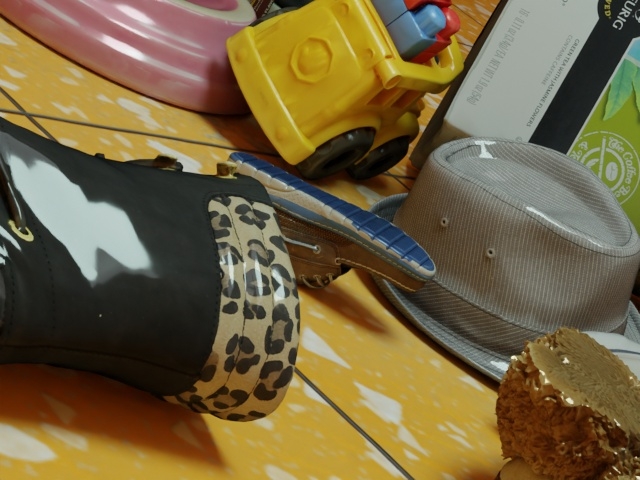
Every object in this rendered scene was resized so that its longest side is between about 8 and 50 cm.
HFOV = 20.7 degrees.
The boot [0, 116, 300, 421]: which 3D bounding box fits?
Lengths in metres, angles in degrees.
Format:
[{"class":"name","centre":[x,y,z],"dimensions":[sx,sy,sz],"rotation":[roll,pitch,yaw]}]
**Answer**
[{"class":"boot","centre":[-0.184,-0.041,1.037],"dimensions":[0.284,0.138,0.377],"rotation":[17,25,-33]}]

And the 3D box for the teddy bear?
[{"class":"teddy bear","centre":[0.229,0.208,1.111],"dimensions":[0.338,0.113,0.245],"rotation":[39,25,2]}]

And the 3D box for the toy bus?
[{"class":"toy bus","centre":[0.055,-0.169,1.607],"dimensions":[0.220,0.211,0.149],"rotation":[0,58,-62]}]

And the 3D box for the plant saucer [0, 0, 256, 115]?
[{"class":"plant saucer","centre":[-0.189,-0.240,1.681],"dimensions":[0.332,0.084,0.332],"rotation":[27,18,-9]}]

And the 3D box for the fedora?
[{"class":"fedora","centre":[0.169,0.005,1.435],"dimensions":[0.244,0.124,0.275],"rotation":[-12,42,-43]}]

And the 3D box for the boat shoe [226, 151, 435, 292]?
[{"class":"boat shoe","centre":[0.000,0.000,1.342],"dimensions":[0.183,0.066,0.066],"rotation":[29,14,15]}]

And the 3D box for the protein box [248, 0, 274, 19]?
[{"class":"protein box","centre":[-0.151,-0.364,1.999],"dimensions":[0.200,0.136,0.201],"rotation":[37,18,19]}]

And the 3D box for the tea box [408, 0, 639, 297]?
[{"class":"tea box","centre":[0.286,-0.103,1.681],"dimensions":[0.323,0.220,0.329],"rotation":[29,-4,0]}]

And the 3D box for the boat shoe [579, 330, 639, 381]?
[{"class":"boat shoe","centre":[0.257,0.148,1.318],"dimensions":[0.267,0.096,0.088],"rotation":[28,11,-36]}]

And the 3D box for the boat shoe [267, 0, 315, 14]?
[{"class":"boat shoe","centre":[-0.060,-0.357,2.167],"dimensions":[0.127,0.113,0.340],"rotation":[13,24,-43]}]
